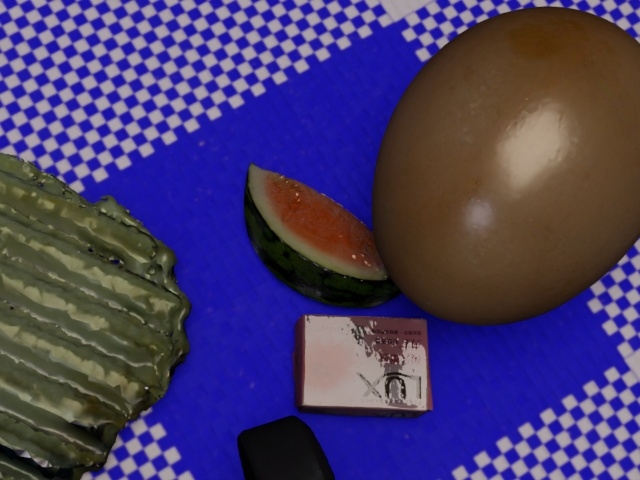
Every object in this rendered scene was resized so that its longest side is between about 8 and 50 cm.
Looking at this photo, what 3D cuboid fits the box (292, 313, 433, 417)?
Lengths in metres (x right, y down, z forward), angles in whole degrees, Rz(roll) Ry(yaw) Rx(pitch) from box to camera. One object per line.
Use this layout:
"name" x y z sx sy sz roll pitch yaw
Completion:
"box" 0.047 0.142 1.393 0.156 0.060 0.111 1 75 -4

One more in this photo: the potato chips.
"potato chips" -0.361 0.079 1.371 0.429 0.070 0.358 26 70 1

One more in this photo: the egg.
"egg" 0.215 -0.081 1.348 0.301 0.301 0.374 43 78 7

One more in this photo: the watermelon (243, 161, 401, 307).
"watermelon" 0.000 0.002 1.434 0.245 0.063 0.119 31 55 9

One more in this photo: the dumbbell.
"dumbbell" -0.138 0.317 1.248 0.322 0.204 0.204 -17 76 -11
